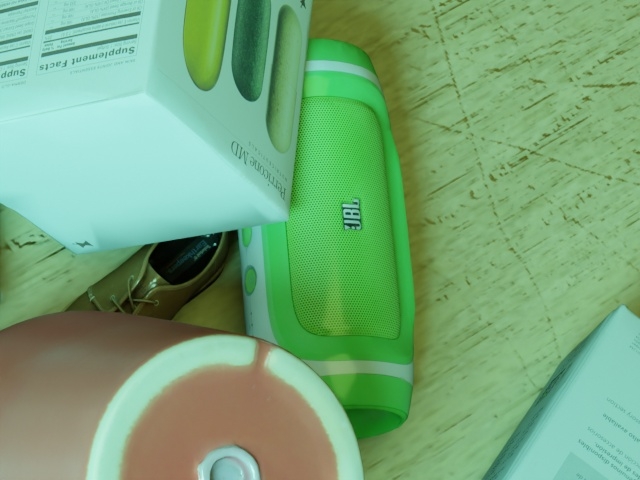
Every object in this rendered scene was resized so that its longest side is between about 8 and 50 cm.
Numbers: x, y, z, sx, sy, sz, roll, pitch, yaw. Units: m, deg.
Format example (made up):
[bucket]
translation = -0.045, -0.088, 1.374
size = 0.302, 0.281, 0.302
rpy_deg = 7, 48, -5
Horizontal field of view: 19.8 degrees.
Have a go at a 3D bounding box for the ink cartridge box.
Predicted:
[ink cartridge box]
translation = 0.261, 0.253, 1.362
size = 0.309, 0.130, 0.272
rpy_deg = 38, 59, 3

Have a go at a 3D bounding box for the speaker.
[speaker]
translation = 0.000, 0.000, 1.415
size = 0.131, 0.131, 0.296
rpy_deg = -1, 70, -13

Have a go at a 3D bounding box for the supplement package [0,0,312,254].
[supplement package]
translation = -0.139, -0.157, 1.352
size = 0.198, 0.199, 0.262
rpy_deg = -9, 61, 28

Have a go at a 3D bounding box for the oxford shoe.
[oxford shoe]
translation = -0.148, 0.052, 1.390
size = 0.076, 0.076, 0.212
rpy_deg = 40, 68, 2

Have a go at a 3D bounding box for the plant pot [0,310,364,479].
[plant pot]
translation = -0.113, 0.166, 1.221
size = 0.275, 0.243, 0.275
rpy_deg = 5, 79, -29
